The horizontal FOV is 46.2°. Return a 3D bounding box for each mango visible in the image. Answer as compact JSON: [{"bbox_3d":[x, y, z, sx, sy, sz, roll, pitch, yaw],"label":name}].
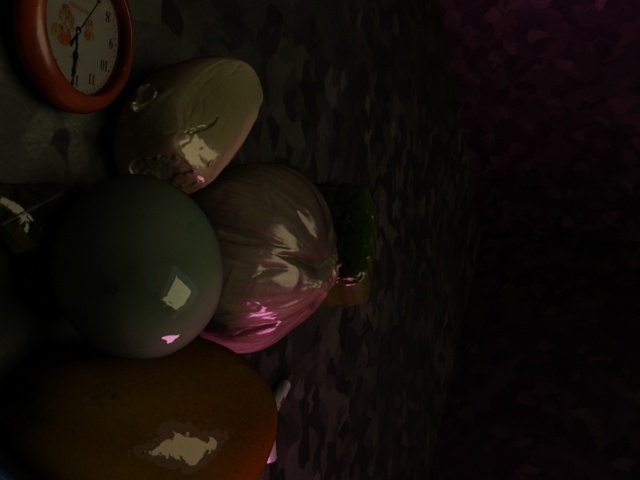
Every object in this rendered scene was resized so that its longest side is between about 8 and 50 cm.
[{"bbox_3d":[-0.215,0.235,0.969,0.378,0.263,0.221,15,104,-50],"label":"mango"}]

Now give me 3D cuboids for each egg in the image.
[{"bbox_3d":[-0.223,0.027,0.917,0.283,0.202,0.203,-121,-167,-52],"label":"egg"}]

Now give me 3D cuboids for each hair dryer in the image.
[{"bbox_3d":[-0.087,0.343,1.541,0.183,0.044,0.155,-40,131,-63],"label":"hair dryer"}]

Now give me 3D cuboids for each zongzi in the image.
[{"bbox_3d":[-0.350,-0.057,0.866,0.113,0.052,0.104,59,28,-30],"label":"zongzi"}]

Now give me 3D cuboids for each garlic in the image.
[{"bbox_3d":[-0.096,0.015,1.190,0.317,0.259,0.318,20,90,-77],"label":"garlic"}]

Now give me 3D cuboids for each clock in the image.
[{"bbox_3d":[-0.302,-0.260,0.929,0.205,0.051,0.205,4,90,-68],"label":"clock"}]

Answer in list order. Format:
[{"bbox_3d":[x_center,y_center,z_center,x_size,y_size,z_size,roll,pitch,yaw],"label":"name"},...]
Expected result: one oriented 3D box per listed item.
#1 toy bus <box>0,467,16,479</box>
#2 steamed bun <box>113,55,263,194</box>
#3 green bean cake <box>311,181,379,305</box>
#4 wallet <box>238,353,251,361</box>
[{"bbox_3d":[-0.372,0.270,0.777,0.185,0.106,0.090,68,36,-45],"label":"toy bus"},{"bbox_3d":[-0.195,-0.179,1.066,0.153,0.169,0.239,50,47,-33],"label":"steamed bun"},{"bbox_3d":[0.000,0.000,1.465,0.125,0.222,0.248,73,24,-53],"label":"green bean cake"},{"bbox_3d":[-0.191,0.331,1.289,0.169,0.044,0.317,44,55,-66],"label":"wallet"}]
